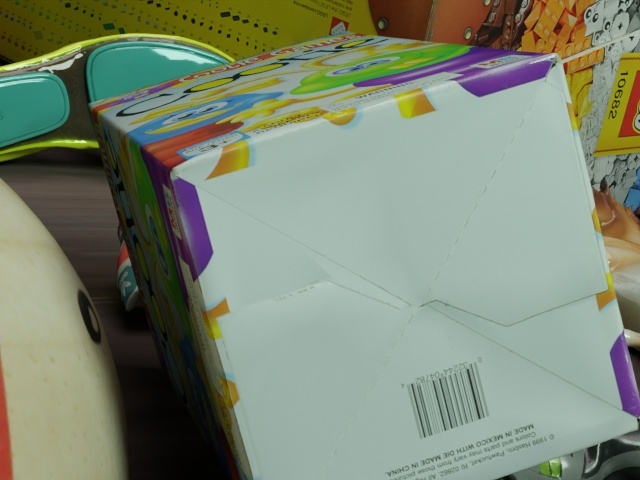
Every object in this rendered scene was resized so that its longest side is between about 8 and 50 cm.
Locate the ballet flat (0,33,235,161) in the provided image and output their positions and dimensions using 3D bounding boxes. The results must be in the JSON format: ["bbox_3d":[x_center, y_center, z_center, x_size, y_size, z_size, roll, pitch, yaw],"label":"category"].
[{"bbox_3d":[-0.165,-0.095,1.045,0.231,0.077,0.077,-9,11,-20],"label":"ballet flat"}]

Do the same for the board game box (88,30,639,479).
[{"bbox_3d":[0.000,0.000,0.661,0.144,0.142,0.275,-17,12,-11],"label":"board game box"}]

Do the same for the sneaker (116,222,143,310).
[{"bbox_3d":[-0.035,0.031,0.858,0.161,0.057,0.075,15,41,-11],"label":"sneaker"}]

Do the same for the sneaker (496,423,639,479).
[{"bbox_3d":[0.085,0.109,0.693,0.188,0.067,0.078,8,27,-2],"label":"sneaker"}]

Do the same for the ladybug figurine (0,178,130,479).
[{"bbox_3d":[-0.258,0.043,0.484,0.449,0.162,0.305,-4,26,-41],"label":"ladybug figurine"}]

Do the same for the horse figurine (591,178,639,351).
[{"bbox_3d":[0.194,0.043,0.944,0.174,0.066,0.263,-9,26,-35],"label":"horse figurine"}]

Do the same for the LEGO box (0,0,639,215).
[{"bbox_3d":[0.006,-0.183,1.257,0.500,0.193,0.372,28,24,37],"label":"LEGO box"}]
